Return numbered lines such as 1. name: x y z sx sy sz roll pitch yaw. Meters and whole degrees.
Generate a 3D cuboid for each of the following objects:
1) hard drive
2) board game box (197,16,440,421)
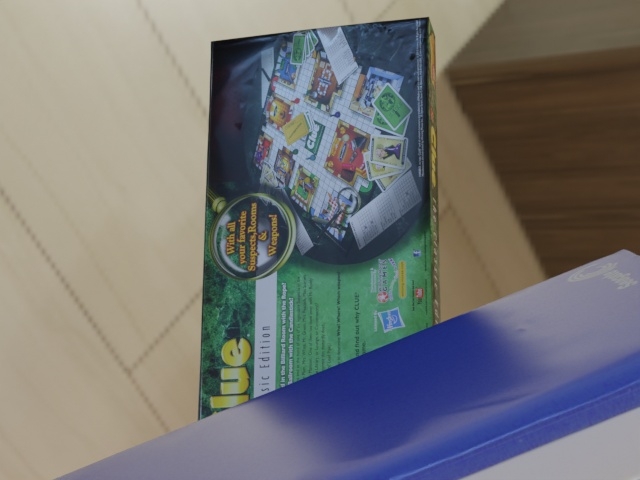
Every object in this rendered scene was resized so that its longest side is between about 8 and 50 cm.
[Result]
1. hard drive: 0.001 0.089 0.602 0.319 0.210 0.040 -22 96 0
2. board game box: 0.000 0.000 0.878 0.030 0.136 0.259 59 30 -67
